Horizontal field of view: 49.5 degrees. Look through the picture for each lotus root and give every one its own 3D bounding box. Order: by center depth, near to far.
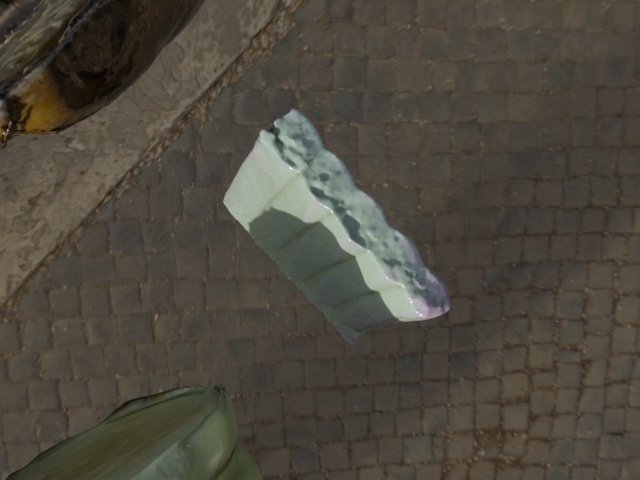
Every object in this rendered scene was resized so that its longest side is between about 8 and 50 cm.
[{"bbox_3d":[-0.146,-0.153,0.491,0.167,0.329,0.078,-18,127,31],"label":"lotus root"}]

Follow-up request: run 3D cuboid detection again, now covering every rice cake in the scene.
[{"bbox_3d":[0.000,0.000,0.526,0.037,0.198,0.189,-40,84,-19],"label":"rice cake"}]

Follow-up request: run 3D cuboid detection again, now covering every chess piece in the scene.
[{"bbox_3d":[-0.073,0.279,0.467,0.182,0.182,0.331,-26,97,-4],"label":"chess piece"}]
